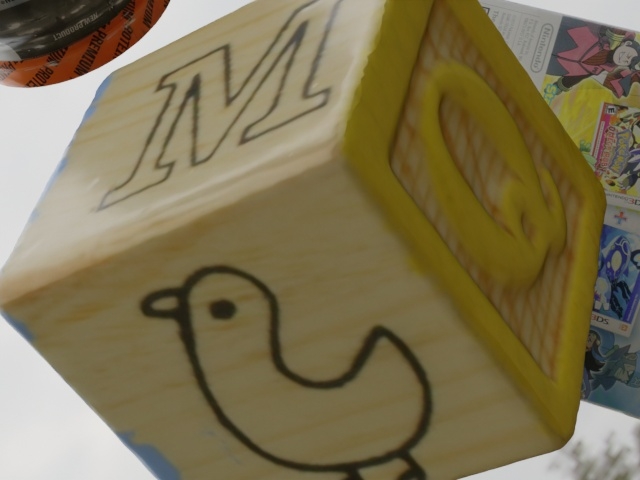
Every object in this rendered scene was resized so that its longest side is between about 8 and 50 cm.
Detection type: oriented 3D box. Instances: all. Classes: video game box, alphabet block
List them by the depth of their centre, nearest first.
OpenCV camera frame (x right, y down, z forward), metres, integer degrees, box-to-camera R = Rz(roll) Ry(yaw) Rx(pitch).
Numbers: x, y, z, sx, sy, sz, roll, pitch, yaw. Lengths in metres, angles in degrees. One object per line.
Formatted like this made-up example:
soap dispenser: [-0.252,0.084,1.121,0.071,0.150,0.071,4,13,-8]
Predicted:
alphabet block: [0.000,0.000,0.835,0.192,0.197,0.193,50,-145,-27]
video game box: [0.123,-0.024,0.975,0.048,0.187,0.205,12,-85,-72]

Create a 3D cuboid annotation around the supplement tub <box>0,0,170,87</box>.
supplement tub: [-0.235,-0.277,1.171,0.207,0.207,0.338,-46,-46,-22]
